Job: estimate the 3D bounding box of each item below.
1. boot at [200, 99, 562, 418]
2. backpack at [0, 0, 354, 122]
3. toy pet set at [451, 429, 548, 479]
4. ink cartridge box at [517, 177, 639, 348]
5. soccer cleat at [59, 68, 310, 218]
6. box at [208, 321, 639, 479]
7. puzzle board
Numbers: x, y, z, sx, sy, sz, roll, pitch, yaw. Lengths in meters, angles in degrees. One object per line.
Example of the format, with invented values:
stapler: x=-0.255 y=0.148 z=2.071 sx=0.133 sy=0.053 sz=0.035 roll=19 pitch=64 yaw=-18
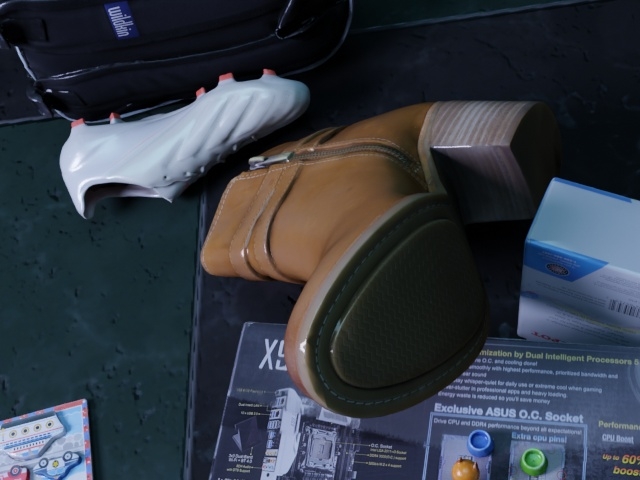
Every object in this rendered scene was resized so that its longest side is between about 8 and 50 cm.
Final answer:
boot: x=0.000 y=0.000 z=0.676 sx=0.220 sy=0.109 sz=0.283 roll=-3 pitch=36 yaw=37
backpack: x=-0.104 y=-0.210 z=0.819 sx=0.253 sy=0.225 sz=0.191 roll=-6 pitch=63 yaw=4
toy pet set: x=0.112 y=0.151 z=0.547 sx=0.122 sy=0.065 sz=0.114 roll=15 pitch=63 yaw=21
ink cartridge box: x=0.170 y=0.025 z=0.667 sx=0.088 sy=0.122 sz=0.052 roll=18 pitch=62 yaw=17
soccer cleat: x=-0.098 y=-0.069 z=0.829 sx=0.196 sy=0.068 sz=0.076 roll=-15 pitch=72 yaw=5
box: x=0.083 y=0.176 z=0.624 sx=0.307 sy=0.076 sz=0.243 roll=2 pitch=59 yaw=14
puzzle board: x=-0.214 y=0.164 z=0.739 sx=0.128 sy=0.011 sz=0.096 roll=-15 pitch=57 yaw=3
